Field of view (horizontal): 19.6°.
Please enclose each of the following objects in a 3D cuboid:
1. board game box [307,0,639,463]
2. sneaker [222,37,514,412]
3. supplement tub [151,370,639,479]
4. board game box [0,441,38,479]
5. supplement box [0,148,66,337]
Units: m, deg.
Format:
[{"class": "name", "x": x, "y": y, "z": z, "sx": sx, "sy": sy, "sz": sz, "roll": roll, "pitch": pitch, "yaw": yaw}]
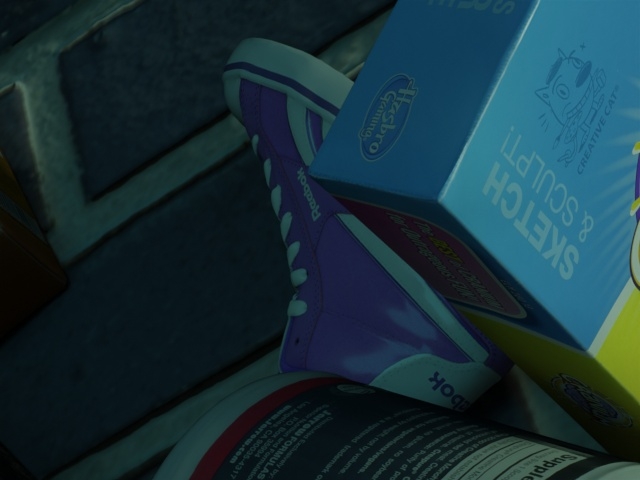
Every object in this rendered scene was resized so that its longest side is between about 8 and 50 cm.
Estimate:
[{"class": "board game box", "x": 0.150, "y": -0.047, "z": 0.777, "sx": 0.064, "sy": 0.316, "sz": 0.242, "roll": 14, "pitch": 72, "yaw": 41}, {"class": "sneaker", "x": 0.000, "y": 0.000, "z": 1.011, "sx": 0.161, "sy": 0.102, "sz": 0.282, "roll": -51, "pitch": 45, "yaw": 1}, {"class": "supplement tub", "x": 0.064, "y": 0.172, "z": 0.783, "sx": 0.272, "sy": 0.191, "sz": 0.191, "roll": 13, "pitch": 70, "yaw": 41}, {"class": "board game box", "x": -0.312, "y": 0.113, "z": 1.029, "sx": 0.141, "sy": 0.291, "sz": 0.232, "roll": -52, "pitch": 46, "yaw": -4}, {"class": "supplement box", "x": -0.251, "y": -0.035, "z": 1.232, "sx": 0.078, "sy": 0.080, "sz": 0.233, "roll": -40, "pitch": 44, "yaw": 5}]
